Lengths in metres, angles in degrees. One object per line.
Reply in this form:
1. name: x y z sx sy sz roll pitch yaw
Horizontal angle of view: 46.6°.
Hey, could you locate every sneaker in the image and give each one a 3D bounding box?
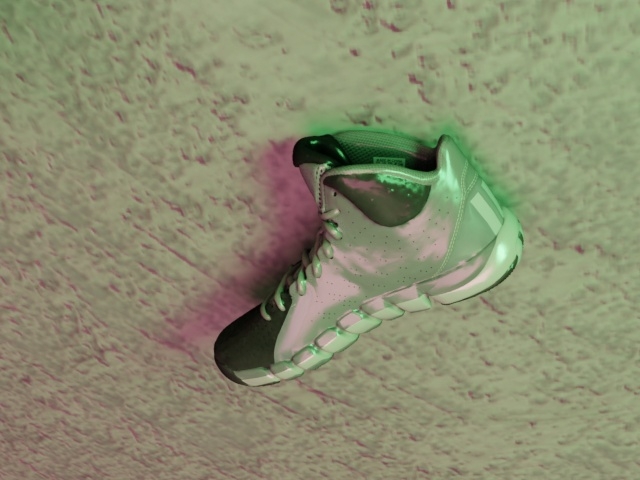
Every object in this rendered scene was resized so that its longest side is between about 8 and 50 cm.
1. sneaker: 0.000 0.000 0.476 0.228 0.086 0.132 -28 117 19
